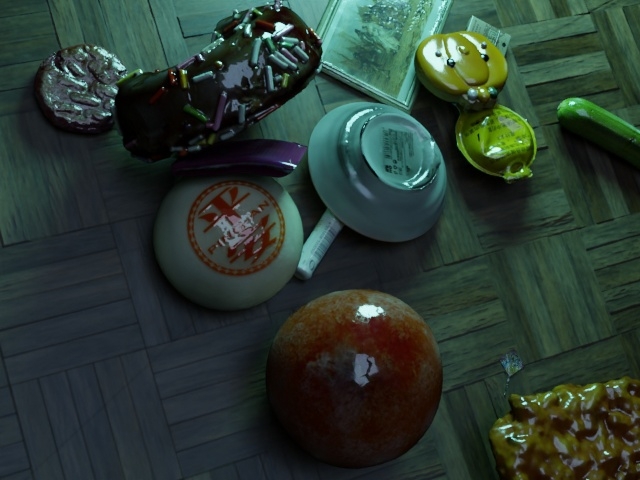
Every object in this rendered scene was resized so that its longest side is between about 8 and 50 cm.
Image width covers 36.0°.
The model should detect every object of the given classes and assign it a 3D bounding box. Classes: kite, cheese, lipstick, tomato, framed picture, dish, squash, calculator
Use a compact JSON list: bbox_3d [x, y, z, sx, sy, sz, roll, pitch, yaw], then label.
[{"bbox_3d":[0.312,0.216,1.645,0.044,0.002,0.078,40,66,-4],"label":"kite"},{"bbox_3d":[0.292,-0.208,1.729,0.157,0.064,0.250,-18,71,-23],"label":"cheese"},{"bbox_3d":[0.000,0.000,1.583,0.040,0.040,0.141,34,67,-6],"label":"lipstick"},{"bbox_3d":[0.051,0.195,1.433,0.265,0.265,0.264,5,73,-17],"label":"tomato"},{"bbox_3d":[0.109,-0.377,1.741,0.217,0.017,0.274,24,69,-10],"label":"framed picture"},{"bbox_3d":[0.113,-0.131,1.612,0.260,0.085,0.260,11,63,-22],"label":"dish"},{"bbox_3d":[0.534,-0.195,1.806,0.229,0.066,0.066,28,68,-11],"label":"squash"},{"bbox_3d":[-0.120,-0.123,1.460,0.191,0.126,0.034,0,112,8],"label":"calculator"}]

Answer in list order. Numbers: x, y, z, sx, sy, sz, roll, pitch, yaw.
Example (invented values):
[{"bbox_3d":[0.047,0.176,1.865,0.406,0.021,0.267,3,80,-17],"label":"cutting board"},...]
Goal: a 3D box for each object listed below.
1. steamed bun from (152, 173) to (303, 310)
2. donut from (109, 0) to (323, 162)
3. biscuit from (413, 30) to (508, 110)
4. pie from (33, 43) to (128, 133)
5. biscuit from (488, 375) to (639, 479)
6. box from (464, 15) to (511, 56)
[{"bbox_3d":[-0.133,-0.013,1.485,0.232,0.145,0.231,5,73,-17],"label":"steamed bun"},{"bbox_3d":[-0.144,-0.246,1.482,0.345,0.259,0.136,-39,113,-23],"label":"donut"},{"bbox_3d":[0.251,-0.300,1.709,0.170,0.050,0.170,7,57,-11],"label":"biscuit"},{"bbox_3d":[-0.370,-0.237,1.532,0.154,0.036,0.154,6,72,-18],"label":"pie"},{"bbox_3d":[0.417,0.386,1.574,0.318,0.110,0.312,-6,79,-20],"label":"biscuit"},{"bbox_3d":[0.302,-0.367,1.799,0.083,0.024,0.053,24,69,-9],"label":"box"}]
